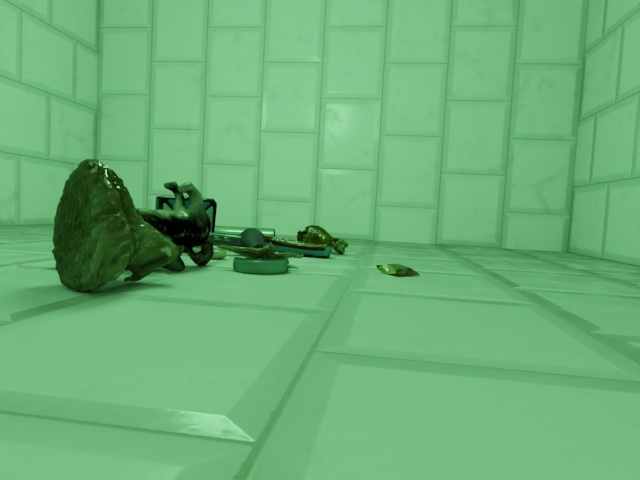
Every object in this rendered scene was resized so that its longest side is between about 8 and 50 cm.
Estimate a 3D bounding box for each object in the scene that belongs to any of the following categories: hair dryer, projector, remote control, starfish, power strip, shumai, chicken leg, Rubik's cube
[{"bbox_3d":[-0.403,0.005,1.952,0.361,0.121,0.301,5,8,-16],"label":"hair dryer"},{"bbox_3d":[-0.415,-0.021,2.511,0.337,0.108,0.108,3,3,-3],"label":"projector"},{"bbox_3d":[-0.465,0.048,1.881,0.221,0.042,0.078,5,5,42],"label":"remote control"},{"bbox_3d":[-0.222,0.056,1.619,0.295,0.048,0.231,5,-19,-22],"label":"starfish"},{"bbox_3d":[-0.181,0.082,1.526,0.215,0.044,0.137,2,3,-8],"label":"power strip"},{"bbox_3d":[-0.485,-0.032,1.145,0.267,0.314,0.262,-10,-9,35],"label":"shumai"},{"bbox_3d":[-0.012,-0.010,2.420,0.211,0.140,0.361,11,-3,-20],"label":"chicken leg"},{"bbox_3d":[-0.619,-0.076,2.087,0.250,0.248,0.246,2,3,-24],"label":"Rubik's cube"}]

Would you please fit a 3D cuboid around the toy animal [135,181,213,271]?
[{"bbox_3d":[-0.490,-0.009,1.478,0.194,0.303,0.344,0,25,36],"label":"toy animal"}]

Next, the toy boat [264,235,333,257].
[{"bbox_3d":[-0.133,0.028,2.177,0.392,0.080,0.136,6,7,25],"label":"toy boat"}]

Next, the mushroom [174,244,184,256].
[{"bbox_3d":[-0.656,0.013,1.637,0.350,0.128,0.128,5,2,-36],"label":"mushroom"}]

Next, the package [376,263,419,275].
[{"bbox_3d":[0.275,0.106,1.649,0.108,0.031,0.120,0,10,-31],"label":"package"}]
